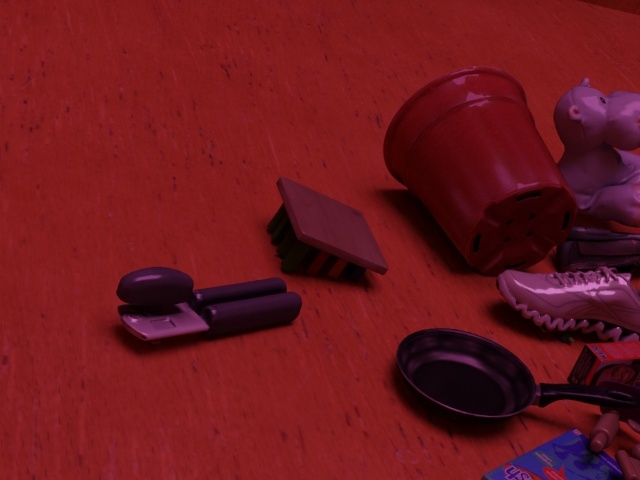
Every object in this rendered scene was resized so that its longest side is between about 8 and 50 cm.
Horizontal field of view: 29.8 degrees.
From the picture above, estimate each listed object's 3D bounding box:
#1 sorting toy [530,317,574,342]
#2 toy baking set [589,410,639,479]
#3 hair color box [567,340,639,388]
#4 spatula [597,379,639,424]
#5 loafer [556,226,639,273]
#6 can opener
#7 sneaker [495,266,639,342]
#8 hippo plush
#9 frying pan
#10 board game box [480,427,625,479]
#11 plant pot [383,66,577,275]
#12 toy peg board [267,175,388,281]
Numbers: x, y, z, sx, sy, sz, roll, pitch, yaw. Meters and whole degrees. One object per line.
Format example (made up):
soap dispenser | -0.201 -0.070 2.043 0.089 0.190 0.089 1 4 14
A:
sorting toy | 0.359 0.135 1.880 0.062 0.012 0.083 3 30 -36
toy baking set | 0.441 0.300 1.587 0.197 0.030 0.256 40 18 8
hair color box | 0.442 0.189 1.781 0.141 0.072 0.043 0 35 -31
spatula | 0.524 0.228 1.636 0.296 0.084 0.030 -1 40 24
loafer | 0.517 0.025 2.120 0.267 0.084 0.096 6 1 -30
can opener | -0.141 0.083 1.588 0.280 0.093 0.074 -2 35 -43
sneaker | 0.413 0.086 1.871 0.292 0.118 0.110 16 25 -14
hippo plush | 0.496 -0.175 2.167 0.294 0.236 0.234 6 26 18
frying pan | 0.256 0.188 1.667 0.326 0.053 0.197 2 31 -23
board game box | 0.313 0.326 1.495 0.210 0.047 0.160 -15 44 -45
plant pot | 0.279 -0.102 2.000 0.272 0.272 0.265 2 42 -29
toy peg board | 0.000 0.000 1.840 0.161 0.079 0.161 23 26 -29
